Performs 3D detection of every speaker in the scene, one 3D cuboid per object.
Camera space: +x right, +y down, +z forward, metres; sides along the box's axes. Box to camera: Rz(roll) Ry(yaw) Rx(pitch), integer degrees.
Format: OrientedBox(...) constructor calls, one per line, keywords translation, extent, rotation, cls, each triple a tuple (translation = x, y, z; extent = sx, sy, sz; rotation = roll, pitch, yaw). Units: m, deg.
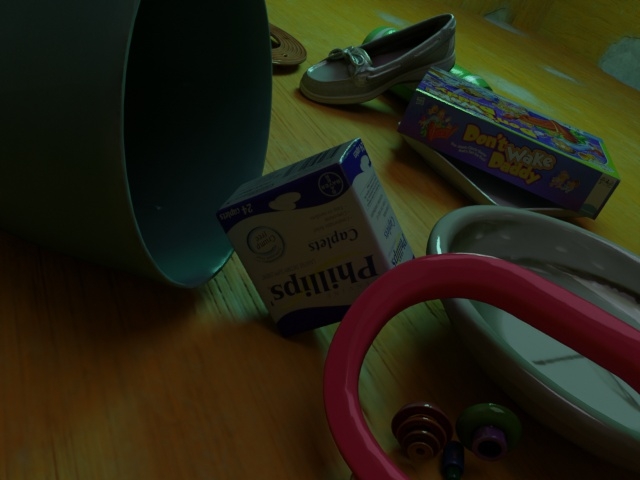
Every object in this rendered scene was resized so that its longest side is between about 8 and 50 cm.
OrientedBox(translation=(0.215, -0.343, 1.340), extent=(0.131, 0.131, 0.296), rotation=(-11, 43, -45), cls="speaker")

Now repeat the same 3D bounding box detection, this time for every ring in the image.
OrientedBox(translation=(-0.189, -0.424, 1.293), extent=(0.337, 0.032, 0.336), rotation=(17, 29, -10), cls="ring")

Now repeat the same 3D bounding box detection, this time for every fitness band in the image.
OrientedBox(translation=(0.141, 0.131, 0.453), extent=(0.291, 0.054, 0.209), rotation=(32, 70, 17), cls="fitness band")

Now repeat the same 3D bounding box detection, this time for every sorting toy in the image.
OrientedBox(translation=(0.105, 0.161, 0.493), extent=(0.102, 0.061, 0.042), rotation=(2, 28, 11), cls="sorting toy")

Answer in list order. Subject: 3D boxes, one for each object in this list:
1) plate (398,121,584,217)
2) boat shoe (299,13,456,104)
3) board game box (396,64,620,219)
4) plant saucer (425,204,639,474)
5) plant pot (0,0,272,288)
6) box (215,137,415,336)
OrientedBox(translation=(0.302, -0.114, 1.100), extent=(0.278, 0.045, 0.278), rotation=(-1, 36, -37), cls="plate")
OrientedBox(translation=(0.110, -0.344, 1.196), extent=(0.321, 0.103, 0.118), rotation=(-17, 47, -11), cls="boat shoe")
OrientedBox(translation=(0.322, -0.181, 1.099), extent=(0.347, 0.078, 0.233), rotation=(25, 29, 4), cls="board game box")
OrientedBox(translation=(0.280, 0.110, 0.657), extent=(0.401, 0.100, 0.400), rotation=(17, 29, -10), cls="plant saucer")
OrientedBox(translation=(-0.197, -0.122, 0.540), extent=(0.235, 0.292, 0.293), rotation=(9, 27, 12), cls="plant pot")
OrientedBox(translation=(0.000, 0.000, 0.563), extent=(0.137, 0.126, 0.072), rotation=(63, 25, -18), cls="box")
